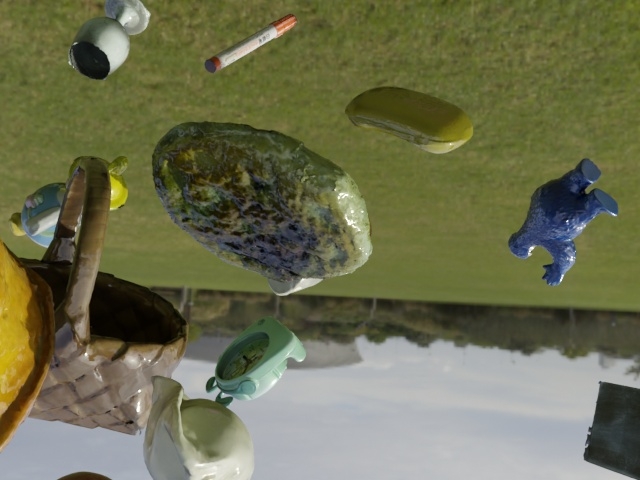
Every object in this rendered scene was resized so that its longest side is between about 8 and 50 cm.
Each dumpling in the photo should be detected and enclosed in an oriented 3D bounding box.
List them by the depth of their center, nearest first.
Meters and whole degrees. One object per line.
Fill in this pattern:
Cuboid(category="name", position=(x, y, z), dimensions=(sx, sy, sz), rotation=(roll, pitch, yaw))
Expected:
Cuboid(category="dumpling", position=(-0.128, 0.187, 0.754), dimensions=(0.100, 0.134, 0.169), rotation=(-38, 153, 12))

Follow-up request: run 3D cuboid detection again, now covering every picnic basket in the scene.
Cuboid(category="picnic basket", position=(-0.322, 0.049, 0.964), dimensions=(0.337, 0.337, 0.293), rotation=(5, -165, -22))

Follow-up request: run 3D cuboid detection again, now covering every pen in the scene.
Cuboid(category="pen", position=(-0.121, -0.357, 1.375), dimensions=(0.028, 0.028, 0.239), rotation=(-3, -151, 43))

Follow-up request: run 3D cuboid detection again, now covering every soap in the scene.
Cuboid(category="soap", position=(0.096, -0.134, 0.825), dimensions=(0.140, 0.045, 0.089), rotation=(23, -142, 27))

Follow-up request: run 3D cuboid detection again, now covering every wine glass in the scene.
Cuboid(category="wine glass", position=(-0.503, -0.487, 1.817), dimensions=(0.127, 0.241, 0.126), rotation=(8, 134, 9))

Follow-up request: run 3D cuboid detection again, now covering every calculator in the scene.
Cuboid(category="calculator", position=(0.560, 0.336, 1.327), dimensions=(0.021, 0.161, 0.262), rotation=(16, 174, -18))

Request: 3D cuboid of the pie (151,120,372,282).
Cuboid(category="pie", position=(-0.080, -0.035, 1.047), dimensions=(0.323, 0.070, 0.323), rotation=(15, 143, 11))

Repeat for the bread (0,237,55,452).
Cuboid(category="bread", position=(-0.361, 0.042, 0.680), dimensions=(0.340, 0.179, 0.194), rotation=(36, 156, 33))

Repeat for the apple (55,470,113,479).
Cuboid(category="apple", position=(-0.341, 0.405, 1.095), dimensions=(0.153, 0.120, 0.153), rotation=(20, -152, -11))

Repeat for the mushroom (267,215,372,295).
Cuboid(category="mushroom", position=(0.000, 0.000, 1.458), dimensions=(0.122, 0.159, 0.329), rotation=(37, -162, 13))

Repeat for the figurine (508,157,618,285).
Cuboid(category="figurine", position=(0.453, -0.041, 1.504), dimensions=(0.121, 0.164, 0.262), rotation=(5, 134, -27))

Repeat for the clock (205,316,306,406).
Cuboid(category="clock", position=(-0.127, 0.228, 1.402), dimensions=(0.060, 0.188, 0.148), rotation=(54, 170, -26))

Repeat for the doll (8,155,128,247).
Cuboid(category="doll", position=(-0.375, -0.059, 1.161), dimensions=(0.241, 0.098, 0.135), rotation=(-29, 157, 35))
